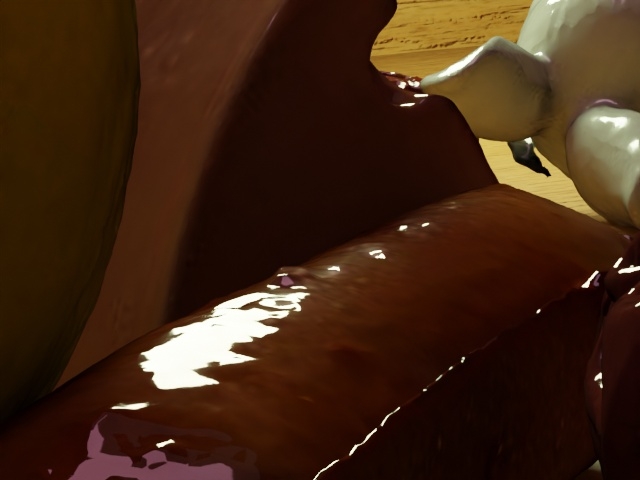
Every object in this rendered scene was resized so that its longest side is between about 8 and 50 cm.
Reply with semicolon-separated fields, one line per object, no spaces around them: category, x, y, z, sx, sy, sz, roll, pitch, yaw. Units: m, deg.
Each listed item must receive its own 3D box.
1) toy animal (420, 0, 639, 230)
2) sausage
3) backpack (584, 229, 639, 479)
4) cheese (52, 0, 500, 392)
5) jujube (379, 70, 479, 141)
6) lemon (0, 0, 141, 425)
toy animal;0.210;-0.095;1.060;0.208;0.154;0.325;34;45;19
sausage;0.017;0.047;0.489;0.102;0.102;0.330;1;12;28
backpack;0.166;0.032;0.375;0.229;0.139;0.229;-4;10;1
cheese;-0.015;-0.019;0.648;0.203;0.177;0.128;-12;12;-38
jujube;0.008;-0.058;1.090;0.176;0.109;0.112;0;45;10
lemon;-0.191;-0.025;0.428;0.297;0.297;0.297;-4;10;1
